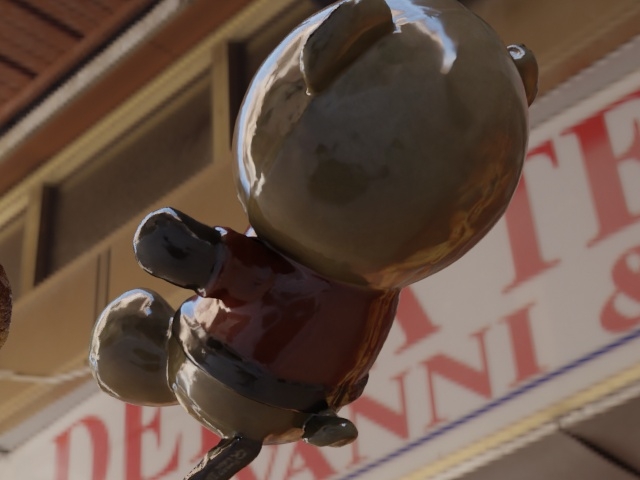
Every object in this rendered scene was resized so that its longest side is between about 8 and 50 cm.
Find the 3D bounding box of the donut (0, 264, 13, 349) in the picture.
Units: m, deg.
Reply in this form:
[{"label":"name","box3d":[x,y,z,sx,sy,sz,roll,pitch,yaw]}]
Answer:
[{"label":"donut","box3d":[-0.321,0.071,1.105,0.166,0.073,0.184,-26,-27,-41]}]

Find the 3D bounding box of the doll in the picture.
[{"label":"doll","box3d":[0.000,0.000,0.828,0.235,0.174,0.330,6,-59,-51]}]
